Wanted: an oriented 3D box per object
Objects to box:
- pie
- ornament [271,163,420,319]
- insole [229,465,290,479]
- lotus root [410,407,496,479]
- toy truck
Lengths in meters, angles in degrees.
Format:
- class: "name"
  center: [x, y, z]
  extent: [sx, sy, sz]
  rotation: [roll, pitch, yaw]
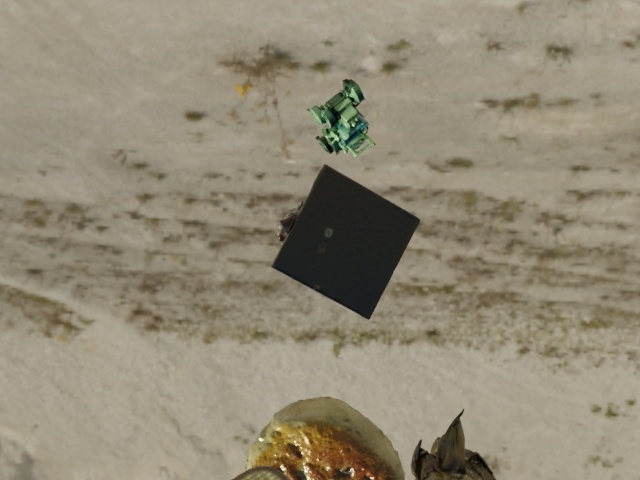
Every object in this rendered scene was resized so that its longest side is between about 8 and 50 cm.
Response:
- class: "pie"
  center: [0.002, 0.450, 1.574]
  extent: [0.315, 0.315, 0.092]
  rotation: [2, -173, -5]
- class: "ornament"
  center: [0.000, 0.000, 1.177]
  extent: [0.166, 0.153, 0.196]
  rotation: [30, 170, -16]
- class: "insole"
  center: [-0.125, 0.273, 0.700]
  extent: [0.253, 0.086, 0.005]
  rotation: [-37, 160, 4]
- class: "lotus root"
  center: [0.087, 0.281, 0.723]
  extent: [0.154, 0.278, 0.154]
  rotation: [15, -155, -7]
- class: "toy truck"
  center: [0.040, -0.167, 1.241]
  extent: [0.080, 0.078, 0.154]
  rotation: [-39, 165, -5]
